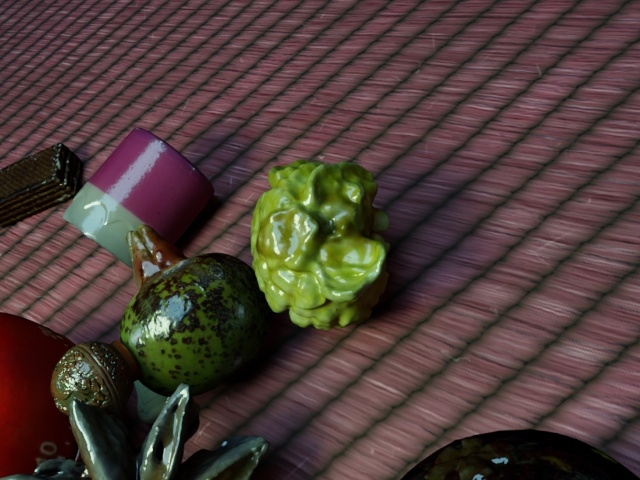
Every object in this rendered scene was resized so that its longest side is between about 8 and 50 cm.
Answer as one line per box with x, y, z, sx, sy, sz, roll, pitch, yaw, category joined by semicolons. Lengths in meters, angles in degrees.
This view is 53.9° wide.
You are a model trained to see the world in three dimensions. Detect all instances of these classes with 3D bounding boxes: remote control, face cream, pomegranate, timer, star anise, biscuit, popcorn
-0.249;0.211;0.942;0.074;0.032;0.122;-34;50;5;remote control
-0.303;-0.063;1.056;0.175;0.175;0.195;29;77;38;face cream
-0.187;0.083;0.866;0.214;0.214;0.248;-33;84;5;pomegranate
-0.469;0.288;0.852;0.378;0.279;0.378;-16;54;23;timer
-0.202;0.318;0.726;0.331;0.332;0.117;-48;14;-7;star anise
-0.683;-0.087;1.341;0.388;0.073;0.107;-19;52;15;biscuit
0.003;-0.001;0.822;0.181;0.217;0.235;-2;84;-12;popcorn

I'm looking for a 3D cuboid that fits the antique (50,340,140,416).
-0.278;0.173;0.771;0.104;0.104;0.104;-14;55;20;antique

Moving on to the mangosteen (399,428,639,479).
0.172;0.304;0.524;0.288;0.288;0.288;-14;55;20;mangosteen
